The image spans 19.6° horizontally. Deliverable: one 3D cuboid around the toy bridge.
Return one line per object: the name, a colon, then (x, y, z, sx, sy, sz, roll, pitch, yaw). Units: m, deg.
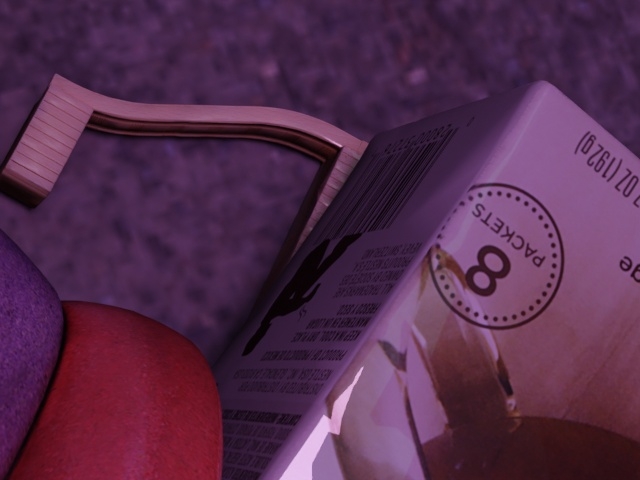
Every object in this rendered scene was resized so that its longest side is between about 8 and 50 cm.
toy bridge: (0.000, 0.000, 0.556, 0.188, 0.026, 0.063, 28, 71, -10)

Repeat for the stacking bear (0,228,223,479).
stacking bear: (-0.183, 0.010, 0.404, 0.289, 0.175, 0.164, 36, 29, -18)

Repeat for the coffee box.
coffee box: (0.013, 0.131, 0.460, 0.168, 0.119, 0.297, 39, 75, -13)
